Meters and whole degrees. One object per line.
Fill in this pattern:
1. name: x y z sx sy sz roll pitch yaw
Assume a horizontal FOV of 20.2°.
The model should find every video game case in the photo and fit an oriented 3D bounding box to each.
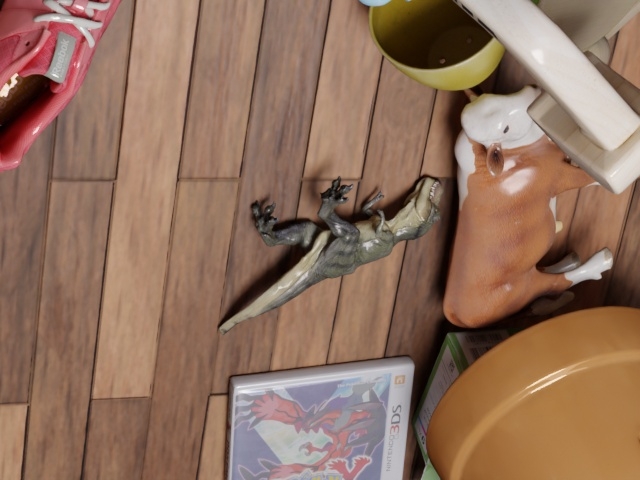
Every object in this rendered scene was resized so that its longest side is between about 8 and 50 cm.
1. video game case: -0.003 0.215 1.916 0.201 0.023 0.183 -5 120 -17

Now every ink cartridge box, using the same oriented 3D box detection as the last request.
1. ink cartridge box: 0.167 0.185 1.925 0.109 0.062 0.209 -3 136 -19

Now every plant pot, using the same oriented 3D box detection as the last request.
1. plant pot: 0.277 0.238 1.826 0.291 0.203 0.291 -14 141 -12
2. plant pot: 0.122 -0.194 1.677 0.134 0.134 0.095 -35 149 1

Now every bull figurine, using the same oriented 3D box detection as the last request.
1. bull figurine: 0.206 -0.042 1.792 0.188 0.101 0.310 -6 132 -19

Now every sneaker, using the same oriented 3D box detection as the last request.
1. sneaker: -0.217 -0.190 1.536 0.116 0.136 0.314 22 108 -30

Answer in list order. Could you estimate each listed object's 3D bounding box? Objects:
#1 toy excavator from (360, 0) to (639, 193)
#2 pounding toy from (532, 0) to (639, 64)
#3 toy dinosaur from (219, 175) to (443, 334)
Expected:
1. toy excavator: 0.080 -0.247 1.455 0.222 0.445 0.433 -44 156 3
2. pounding toy: 0.238 -0.271 1.696 0.183 0.110 0.237 -52 151 2
3. toy dinosaur: 0.000 0.000 1.774 0.268 0.064 0.118 -29 131 1
